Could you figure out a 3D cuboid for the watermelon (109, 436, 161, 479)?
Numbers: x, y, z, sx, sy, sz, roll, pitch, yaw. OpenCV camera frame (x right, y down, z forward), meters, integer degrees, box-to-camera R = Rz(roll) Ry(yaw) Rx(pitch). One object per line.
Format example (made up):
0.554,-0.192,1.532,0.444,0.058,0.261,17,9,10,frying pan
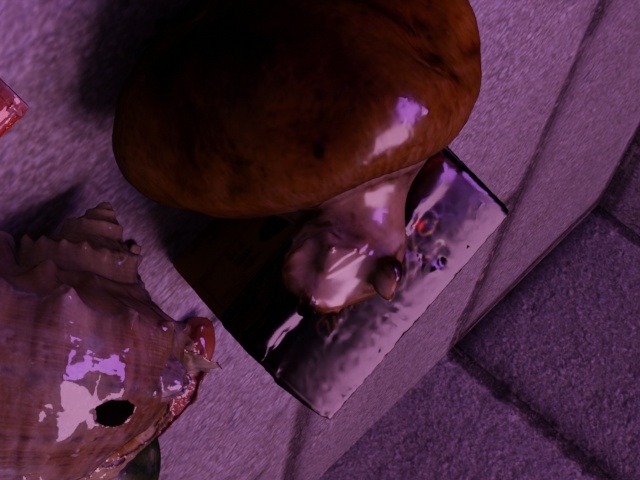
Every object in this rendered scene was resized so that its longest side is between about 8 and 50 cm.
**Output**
-0.266,0.247,1.339,0.188,0.188,0.214,-53,160,11,watermelon

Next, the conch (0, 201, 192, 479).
-0.229,0.107,1.035,0.186,0.324,0.263,-19,149,29,conch

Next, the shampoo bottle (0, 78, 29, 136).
-0.305,-0.033,0.879,0.221,0.051,0.108,-47,176,-5,shampoo bottle

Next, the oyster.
-0.192,0.108,1.338,0.107,0.161,0.233,-25,165,-11,oyster

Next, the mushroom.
-0.013,-0.101,1.011,0.345,0.345,0.259,-36,116,-36,mushroom

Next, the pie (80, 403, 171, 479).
-0.251,0.164,1.211,0.084,0.179,0.205,-56,176,33,pie

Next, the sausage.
-0.231,0.230,1.571,0.304,0.078,0.078,-50,162,1,sausage

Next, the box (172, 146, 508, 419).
0.001,0.000,1.245,0.264,0.116,0.415,-47,-162,-3,box
